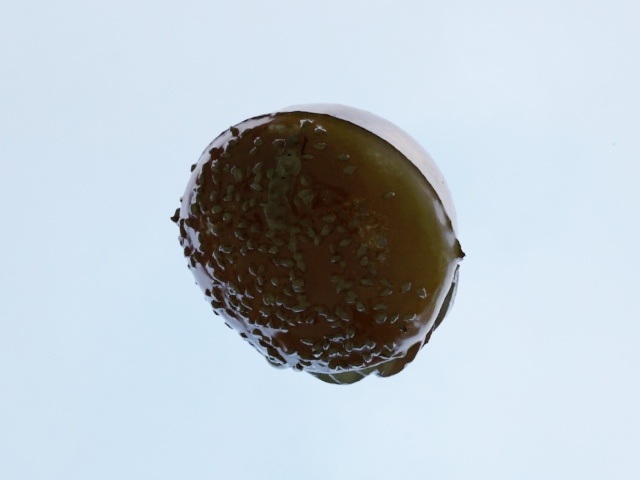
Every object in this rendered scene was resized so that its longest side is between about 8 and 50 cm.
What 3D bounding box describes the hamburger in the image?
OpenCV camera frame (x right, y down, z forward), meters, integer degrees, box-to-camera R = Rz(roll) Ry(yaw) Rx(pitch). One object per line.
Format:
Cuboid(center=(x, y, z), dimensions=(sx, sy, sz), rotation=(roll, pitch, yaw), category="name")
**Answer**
Cuboid(center=(0.004, -0.001, 1.220), dimensions=(0.236, 0.147, 0.237), rotation=(13, -46, 13), category="hamburger")
